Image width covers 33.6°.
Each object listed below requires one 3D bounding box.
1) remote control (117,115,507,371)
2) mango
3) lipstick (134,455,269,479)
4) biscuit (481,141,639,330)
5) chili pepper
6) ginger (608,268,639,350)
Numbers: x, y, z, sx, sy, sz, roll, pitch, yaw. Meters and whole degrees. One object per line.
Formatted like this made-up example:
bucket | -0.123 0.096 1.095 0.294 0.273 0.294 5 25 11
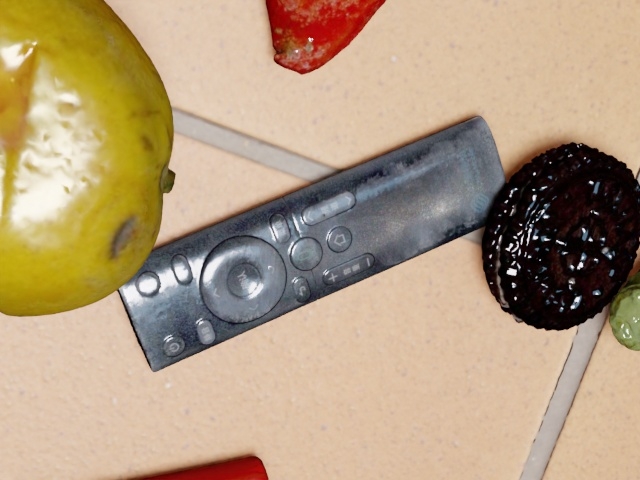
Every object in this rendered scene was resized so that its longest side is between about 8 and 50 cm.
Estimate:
remote control | 0.000 0.000 0.978 0.377 0.044 0.107 -23 104 -14
mango | -0.265 -0.107 0.803 0.253 0.182 0.365 -41 100 -5
lipstick | -0.179 0.253 0.954 0.279 0.073 0.073 -8 104 -17
biscuit | 0.240 -0.001 1.037 0.194 0.053 0.195 -13 115 -30
chili pepper | 0.021 -0.265 0.900 0.253 0.136 0.144 -54 139 6
ginger | 0.391 -0.006 1.076 0.290 0.089 0.137 -52 156 -3
